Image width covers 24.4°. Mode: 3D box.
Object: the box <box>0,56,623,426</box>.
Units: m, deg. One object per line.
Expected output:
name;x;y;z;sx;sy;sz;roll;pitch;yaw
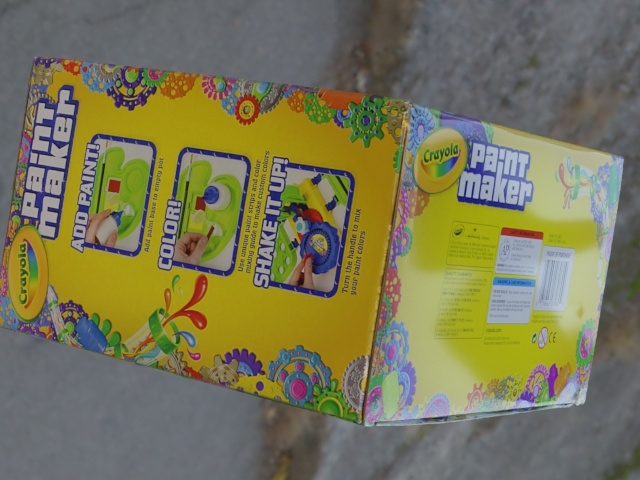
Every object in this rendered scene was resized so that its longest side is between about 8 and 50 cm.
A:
box;0.000;0.000;0.950;0.290;0.279;0.177;5;94;-57
